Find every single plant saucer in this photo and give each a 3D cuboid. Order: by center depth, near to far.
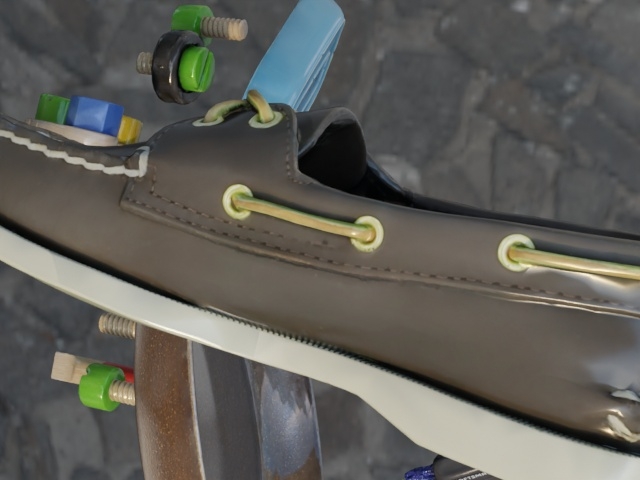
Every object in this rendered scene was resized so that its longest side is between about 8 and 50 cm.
[{"bbox_3d":[-0.054,0.117,1.053,0.050,0.311,0.311,-9,53,12],"label":"plant saucer"}]

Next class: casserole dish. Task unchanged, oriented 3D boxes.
[{"bbox_3d":[-0.026,-0.112,1.274,0.037,0.114,0.188,24,40,2],"label":"casserole dish"}]

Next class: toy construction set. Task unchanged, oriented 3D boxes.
[{"bbox_3d":[-0.213,-0.019,1.372,0.237,0.309,0.257,9,22,24],"label":"toy construction set"}]

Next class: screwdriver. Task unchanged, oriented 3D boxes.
[{"bbox_3d":[0.038,0.146,1.018,0.169,0.025,0.024,-18,74,16],"label":"screwdriver"}]

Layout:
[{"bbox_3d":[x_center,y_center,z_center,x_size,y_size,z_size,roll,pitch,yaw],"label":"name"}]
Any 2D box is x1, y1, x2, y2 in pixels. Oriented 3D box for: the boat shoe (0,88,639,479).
[{"bbox_3d":[0.000,0.000,0.438,0.227,0.081,0.069,20,96,21],"label":"boat shoe"}]
